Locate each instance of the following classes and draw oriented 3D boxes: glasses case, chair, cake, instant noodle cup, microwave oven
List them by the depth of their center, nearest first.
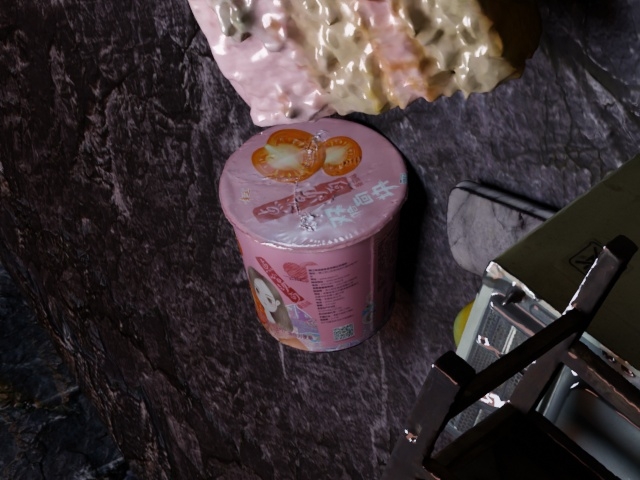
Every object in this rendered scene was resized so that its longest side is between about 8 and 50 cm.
[{"bbox_3d":[0.152,0.232,1.401,0.203,0.240,0.416,39,134,16],"label":"chair"},{"bbox_3d":[0.355,0.143,1.586,0.394,0.333,0.247,39,141,23],"label":"microwave oven"},{"bbox_3d":[0.041,-0.305,1.863,0.307,0.293,0.314,-10,122,26],"label":"cake"},{"bbox_3d":[0.248,0.016,2.071,0.299,0.060,0.114,25,126,57],"label":"glasses case"},{"bbox_3d":[0.000,0.000,2.389,0.243,0.243,0.231,48,157,37],"label":"instant noodle cup"}]

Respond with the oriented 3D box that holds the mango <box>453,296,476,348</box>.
[{"bbox_3d":[0.216,0.114,2.183,0.195,0.092,0.130,-161,62,-67],"label":"mango"}]
